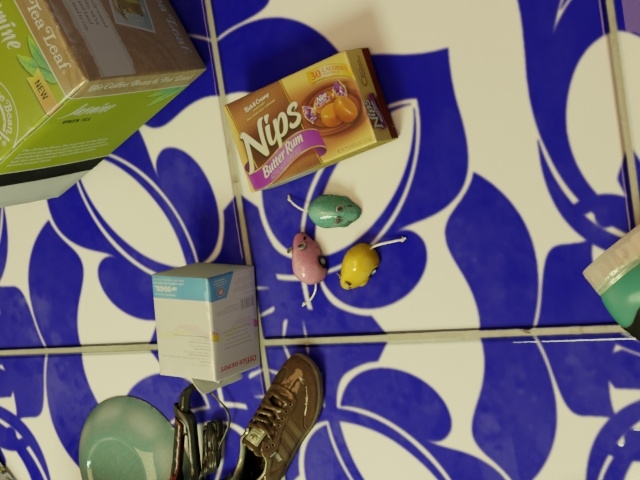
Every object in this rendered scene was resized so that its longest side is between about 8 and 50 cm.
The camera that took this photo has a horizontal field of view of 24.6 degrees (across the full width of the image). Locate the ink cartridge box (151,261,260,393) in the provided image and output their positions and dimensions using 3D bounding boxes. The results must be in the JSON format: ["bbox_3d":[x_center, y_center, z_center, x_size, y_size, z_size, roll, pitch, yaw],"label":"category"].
[{"bbox_3d":[-0.136,0.105,1.758,0.090,0.092,0.143,3,100,34],"label":"ink cartridge box"}]

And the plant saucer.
[{"bbox_3d":[-0.255,0.301,1.913,0.195,0.037,0.195,7,102,34],"label":"plant saucer"}]

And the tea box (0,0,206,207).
[{"bbox_3d":[-0.372,-0.251,1.772,0.323,0.220,0.329,-36,78,33],"label":"tea box"}]

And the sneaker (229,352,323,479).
[{"bbox_3d":[-0.053,0.223,1.737,0.066,0.071,0.188,30,115,26],"label":"sneaker"}]

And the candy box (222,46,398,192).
[{"bbox_3d":[-0.014,-0.134,1.652,0.187,0.053,0.109,-19,88,34],"label":"candy box"}]

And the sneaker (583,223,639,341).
[{"bbox_3d":[0.387,-0.004,1.376,0.121,0.108,0.302,56,132,12],"label":"sneaker"}]

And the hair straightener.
[{"bbox_3d":[-0.144,0.281,1.839,0.089,0.047,0.230,7,98,11],"label":"hair straightener"}]

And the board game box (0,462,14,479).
[{"bbox_3d":[-0.549,0.412,2.126,0.193,0.053,0.305,48,121,17],"label":"board game box"}]

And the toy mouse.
[{"bbox_3d":[0.000,0.000,1.681,0.143,0.031,0.161,50,122,16],"label":"toy mouse"}]
